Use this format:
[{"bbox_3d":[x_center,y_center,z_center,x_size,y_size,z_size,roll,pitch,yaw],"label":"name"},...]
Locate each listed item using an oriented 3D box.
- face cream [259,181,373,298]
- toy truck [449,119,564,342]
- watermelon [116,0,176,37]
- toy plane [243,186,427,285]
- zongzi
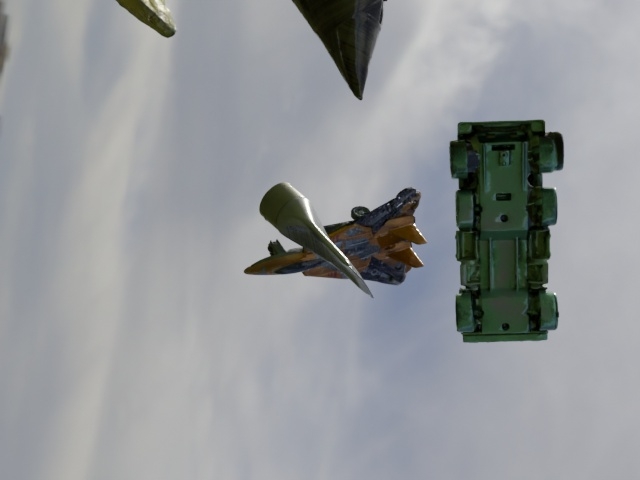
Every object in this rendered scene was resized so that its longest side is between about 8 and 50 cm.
[{"bbox_3d":[0.000,0.000,1.883,0.070,0.114,0.224,-45,-121,-5],"label":"face cream"},{"bbox_3d":[0.219,-0.011,1.434,0.135,0.128,0.259,-41,129,-84],"label":"toy truck"},{"bbox_3d":[-0.307,-0.392,1.880,0.075,0.181,0.092,-24,-133,20],"label":"watermelon"},{"bbox_3d":[0.018,0.014,2.029,0.103,0.316,0.204,-114,-158,-50],"label":"toy plane"},{"bbox_3d":[-0.015,-0.283,1.426,0.248,0.111,0.241,7,-90,56],"label":"zongzi"}]
